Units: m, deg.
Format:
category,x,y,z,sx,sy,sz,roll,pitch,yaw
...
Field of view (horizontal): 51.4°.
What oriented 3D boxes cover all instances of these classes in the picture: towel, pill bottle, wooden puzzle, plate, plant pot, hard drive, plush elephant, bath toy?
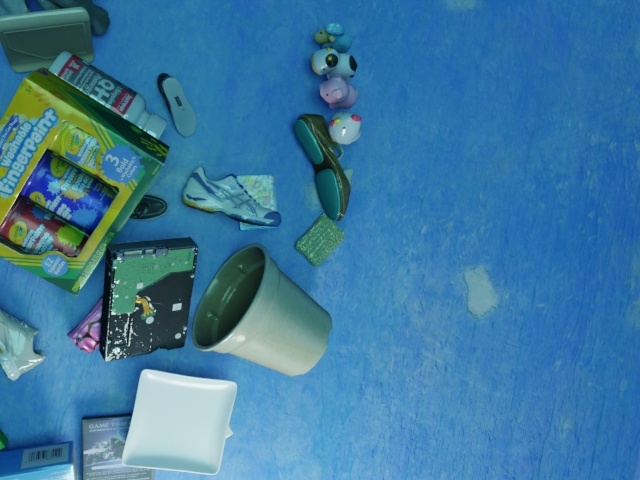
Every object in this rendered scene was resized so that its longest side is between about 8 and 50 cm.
category,x,y,z,sx,sy,sz,roll,pitch,yaw
towel,0.000,0.000,2.072,0.110,0.027,0.148,45,77,-15
pill bottle,-0.585,-0.351,1.790,0.318,0.176,0.176,30,82,-19
wooden puzzle,-0.708,-0.523,1.723,0.221,0.239,0.044,-14,79,-18
plate,-0.399,0.513,1.889,0.278,0.045,0.277,12,90,-17
plant pot,-0.145,0.225,1.901,0.305,0.334,0.334,35,81,-27
hard drive,-0.468,0.158,1.801,0.237,0.064,0.339,-7,123,-34
plush elephant,-0.716,-0.687,1.713,0.255,0.330,0.272,21,116,12
bath toy,0.056,-0.463,1.988,0.151,0.129,0.348,-3,78,-21

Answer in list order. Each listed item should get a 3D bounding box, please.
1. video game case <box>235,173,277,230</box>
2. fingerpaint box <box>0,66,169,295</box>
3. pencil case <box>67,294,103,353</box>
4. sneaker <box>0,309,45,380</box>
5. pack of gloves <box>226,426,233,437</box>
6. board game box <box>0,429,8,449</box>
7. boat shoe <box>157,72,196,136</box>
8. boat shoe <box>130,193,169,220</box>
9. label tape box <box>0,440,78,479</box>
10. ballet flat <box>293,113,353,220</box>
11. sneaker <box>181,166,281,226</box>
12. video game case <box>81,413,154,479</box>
category,x,y,z,sx,sy,sz,roll,pitch,yaw
video game case,-0.192,-0.116,2.012,0.119,0.015,0.166,-4,93,-18
fingerpaint box,-0.663,-0.140,1.686,0.371,0.163,0.445,33,105,-19
pencil case,-0.604,0.211,1.839,0.095,0.098,0.209,35,78,13
sneaker,-0.830,0.235,1.776,0.121,0.099,0.262,-27,107,-23
pack of gloves,-0.405,0.546,1.951,0.232,0.046,0.195,-33,100,-4
board game box,-1.014,0.470,1.726,0.242,0.064,0.316,-32,101,-15
boat shoe,-0.412,-0.393,1.912,0.065,0.083,0.183,-25,126,-16
boat shoe,-0.539,-0.099,1.865,0.228,0.076,0.080,6,89,-18
label tape box,-0.774,0.724,1.775,0.249,0.115,0.348,-5,114,-18
ballet flat,0.030,-0.235,2.048,0.124,0.116,0.342,-27,96,-35
sneaker,-0.246,-0.126,1.932,0.296,0.112,0.131,17,84,-11
video game case,-0.572,0.630,1.885,0.196,0.026,0.274,0,94,-16
